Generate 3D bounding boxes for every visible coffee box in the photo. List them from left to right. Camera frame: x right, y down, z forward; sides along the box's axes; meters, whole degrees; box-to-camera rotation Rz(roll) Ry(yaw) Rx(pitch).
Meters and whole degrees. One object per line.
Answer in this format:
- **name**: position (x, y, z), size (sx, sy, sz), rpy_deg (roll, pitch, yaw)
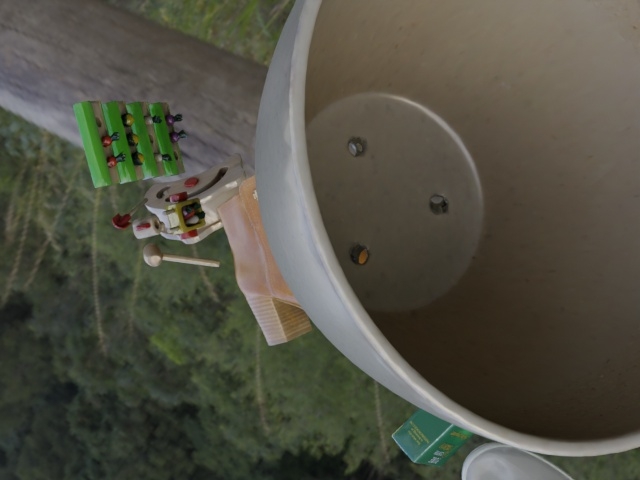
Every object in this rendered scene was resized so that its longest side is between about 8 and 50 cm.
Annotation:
- **coffee box**: position (0.162, 0.158, 0.962), size (0.040, 0.184, 0.113), rpy_deg (46, -175, 25)

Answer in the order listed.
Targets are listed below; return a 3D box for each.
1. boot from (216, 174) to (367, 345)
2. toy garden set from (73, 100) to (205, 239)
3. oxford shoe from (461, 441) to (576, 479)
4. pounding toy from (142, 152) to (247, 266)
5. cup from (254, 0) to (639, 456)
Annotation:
- **boot**: position (0.000, 0.000, 1.116), size (0.295, 0.104, 0.211), rpy_deg (-19, 91, 37)
- **toy garden set**: position (-0.229, -0.092, 1.268), size (0.049, 0.244, 0.204), rpy_deg (-12, 95, 17)
- **oxford shoe**: position (0.418, 0.514, 1.538), size (0.449, 0.169, 0.130), rpy_deg (47, -176, 7)
- **pounding toy**: position (-0.244, -0.044, 1.834), size (0.154, 0.269, 0.155), rpy_deg (38, 155, 53)
- **cup**: position (0.091, -0.040, 0.597), size (0.331, 0.331, 0.237), rpy_deg (41, 159, -13)
